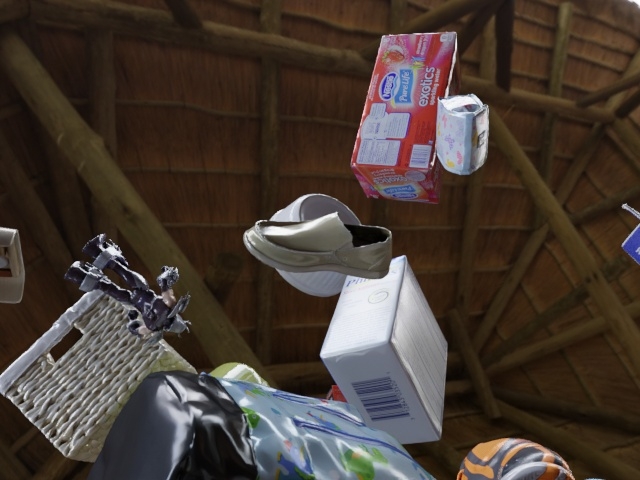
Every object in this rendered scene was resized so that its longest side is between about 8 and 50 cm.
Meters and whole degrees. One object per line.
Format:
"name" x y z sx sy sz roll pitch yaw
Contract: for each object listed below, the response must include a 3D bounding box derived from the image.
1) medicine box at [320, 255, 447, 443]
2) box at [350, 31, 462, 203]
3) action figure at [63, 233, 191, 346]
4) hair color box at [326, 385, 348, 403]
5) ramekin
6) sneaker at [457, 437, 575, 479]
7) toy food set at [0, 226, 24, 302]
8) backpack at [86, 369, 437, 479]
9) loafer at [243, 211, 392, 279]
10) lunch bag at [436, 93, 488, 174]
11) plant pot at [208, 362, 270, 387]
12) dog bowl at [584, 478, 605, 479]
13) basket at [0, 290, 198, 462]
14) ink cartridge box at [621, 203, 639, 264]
"medicine box" 0.149 0.227 1.080 0.264 0.149 0.289 62 -153 -22
"box" 0.149 -0.202 0.849 0.128 0.122 0.257 7 -109 22
"action figure" -0.398 0.113 1.117 0.285 0.185 0.099 38 -173 -6
"hair color box" 0.050 0.450 1.305 0.043 0.072 0.141 2 -129 -15
"ramekin" 0.000 0.000 1.336 0.272 0.127 0.273 22 -135 -24
"sneaker" 0.189 0.384 0.666 0.125 0.321 0.180 52 -174 10
"toy food set" -0.746 0.052 1.051 0.219 0.306 0.093 9 -120 -23
"backpack" -0.030 0.262 0.438 0.355 0.290 0.273 23 -176 -26
"loafer" 0.005 -0.002 0.860 0.268 0.092 0.102 8 -150 -23
"lunch bag" 0.158 -0.118 0.567 0.053 0.071 0.083 -3 -153 6
"plant pot" -0.235 0.418 1.165 0.276 0.276 0.254 38 -155 3
"dog bowl" 0.543 0.594 1.022 0.297 0.074 0.166 -22 -149 -36
"basket" -0.526 0.342 1.278 0.266 0.331 0.328 35 -111 19
"ink cartridge box" 0.582 0.113 0.706 0.330 0.071 0.324 17 -148 -32
